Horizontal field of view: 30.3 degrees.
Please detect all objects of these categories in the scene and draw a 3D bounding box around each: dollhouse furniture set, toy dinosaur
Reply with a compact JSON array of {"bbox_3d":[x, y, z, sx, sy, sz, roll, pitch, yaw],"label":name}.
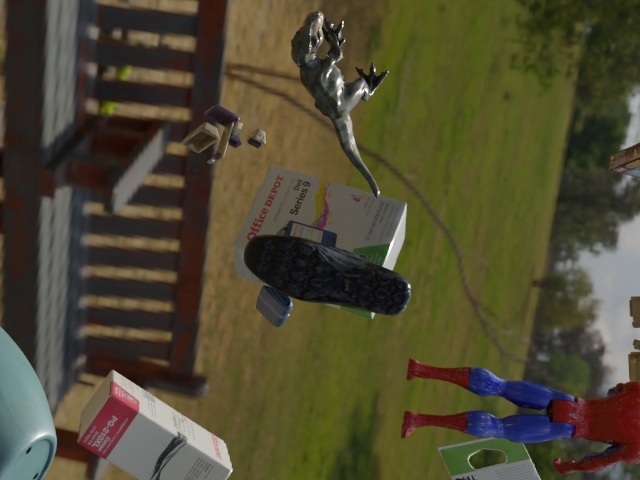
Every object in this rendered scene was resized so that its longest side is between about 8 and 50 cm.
[{"bbox_3d":[-0.150,-0.124,1.704,0.114,0.091,0.081,-25,-136,51],"label":"dollhouse furniture set"},{"bbox_3d":[0.024,-0.179,1.358,0.268,0.064,0.118,60,38,-44],"label":"toy dinosaur"},{"bbox_3d":[0.520,0.147,1.784,0.182,0.101,0.160,-25,111,-78],"label":"dollhouse furniture set"}]

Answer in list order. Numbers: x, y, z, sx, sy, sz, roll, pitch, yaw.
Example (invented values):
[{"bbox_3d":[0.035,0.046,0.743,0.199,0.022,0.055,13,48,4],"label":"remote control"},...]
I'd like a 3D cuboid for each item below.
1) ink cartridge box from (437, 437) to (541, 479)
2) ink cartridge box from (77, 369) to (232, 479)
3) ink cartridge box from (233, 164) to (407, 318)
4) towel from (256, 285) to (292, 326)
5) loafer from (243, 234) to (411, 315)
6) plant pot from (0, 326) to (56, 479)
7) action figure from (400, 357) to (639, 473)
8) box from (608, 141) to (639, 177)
[{"bbox_3d":[0.291,0.463,1.957,0.097,0.189,0.255,-51,-128,46],"label":"ink cartridge box"},{"bbox_3d":[-0.275,0.334,1.956,0.100,0.237,0.172,-55,-168,1],"label":"ink cartridge box"},{"bbox_3d":[0.000,0.000,1.683,0.093,0.213,0.154,88,22,-56],"label":"ink cartridge box"},{"bbox_3d":[-0.080,0.112,2.101,0.029,0.067,0.119,-41,171,-23],"label":"towel"},{"bbox_3d":[0.005,0.044,1.491,0.078,0.223,0.076,-156,-97,-73],"label":"loafer"},{"bbox_3d":[-0.454,0.251,1.502,0.290,0.195,0.290,-54,165,-22],"label":"plant pot"},{"bbox_3d":[0.222,0.179,1.174,0.139,0.281,0.091,86,11,-69],"label":"action figure"},{"bbox_3d":[0.524,-0.129,1.809,0.137,0.094,0.027,-27,-124,58],"label":"box"}]
